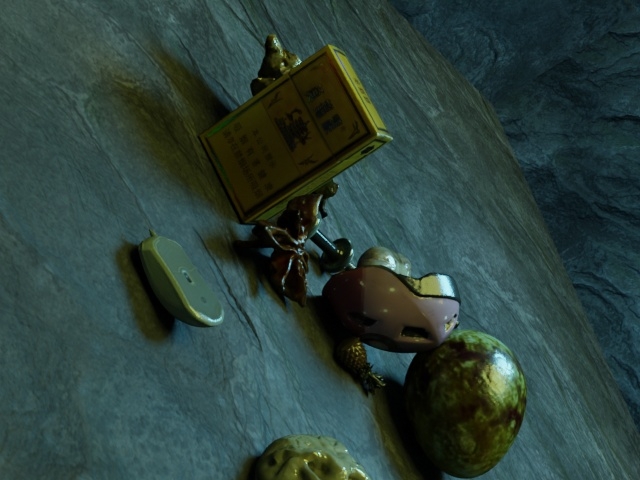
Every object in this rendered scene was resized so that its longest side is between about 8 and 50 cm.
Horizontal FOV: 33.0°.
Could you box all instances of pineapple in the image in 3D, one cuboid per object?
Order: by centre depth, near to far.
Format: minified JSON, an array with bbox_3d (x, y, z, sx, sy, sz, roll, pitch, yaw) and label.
[{"bbox_3d":[0.078,0.237,1.995,0.124,0.058,0.058,56,21,-17],"label":"pineapple"}]

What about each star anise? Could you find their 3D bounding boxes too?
[{"bbox_3d":[-0.059,0.007,1.915,0.196,0.111,0.212,-56,140,-32],"label":"star anise"}]

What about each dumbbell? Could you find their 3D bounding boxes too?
[{"bbox_3d":[0.000,0.000,2.100,0.254,0.081,0.081,43,26,-37],"label":"dumbbell"}]

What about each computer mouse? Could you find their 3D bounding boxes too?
[{"bbox_3d":[-0.215,0.063,1.589,0.181,0.056,0.089,55,19,14],"label":"computer mouse"}]

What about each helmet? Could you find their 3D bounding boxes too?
[{"bbox_3d":[0.139,0.138,2.023,0.198,0.253,0.154,109,-29,-69],"label":"helmet"}]

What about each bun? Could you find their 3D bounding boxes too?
[{"bbox_3d":[0.007,0.372,1.560,0.231,0.133,0.231,43,28,-30],"label":"bun"}]

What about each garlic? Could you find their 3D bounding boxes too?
[{"bbox_3d":[0.127,0.083,2.239,0.159,0.102,0.147,-38,110,-57],"label":"garlic"}]

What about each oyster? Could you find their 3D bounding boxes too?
[{"bbox_3d":[-0.057,-0.213,2.086,0.221,0.096,0.361,38,-34,41],"label":"oyster"}]

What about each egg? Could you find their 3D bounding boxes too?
[{"bbox_3d":[0.275,0.312,2.076,0.238,0.238,0.289,41,47,-38],"label":"egg"}]

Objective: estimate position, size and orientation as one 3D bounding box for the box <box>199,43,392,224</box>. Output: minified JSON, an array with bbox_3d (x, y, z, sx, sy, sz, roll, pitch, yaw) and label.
[{"bbox_3d":[-0.047,-0.186,1.942,0.193,0.301,0.084,62,20,11],"label":"box"}]
